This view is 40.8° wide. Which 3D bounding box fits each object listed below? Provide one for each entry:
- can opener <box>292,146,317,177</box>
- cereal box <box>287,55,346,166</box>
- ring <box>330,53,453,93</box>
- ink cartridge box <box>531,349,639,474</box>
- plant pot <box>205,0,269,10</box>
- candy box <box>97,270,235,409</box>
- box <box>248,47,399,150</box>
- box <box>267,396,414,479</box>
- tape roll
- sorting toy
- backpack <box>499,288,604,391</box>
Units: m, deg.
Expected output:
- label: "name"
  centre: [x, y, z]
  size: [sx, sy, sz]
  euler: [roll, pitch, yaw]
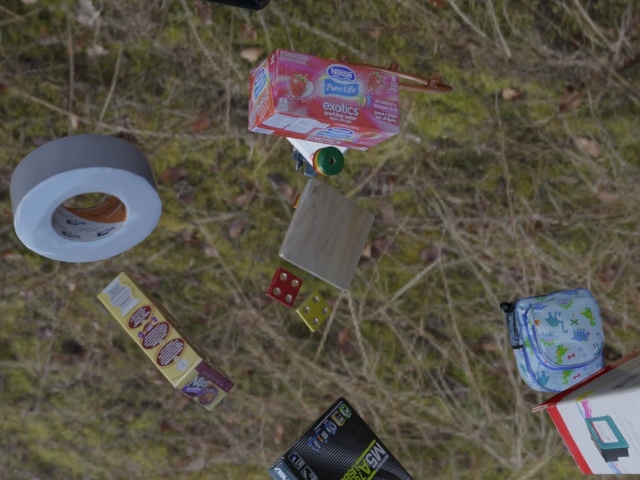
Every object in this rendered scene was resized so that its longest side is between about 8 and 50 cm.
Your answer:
- label: "can opener"
  centre: [-0.016, -0.309, 2.283]
  size: [0.093, 0.074, 0.280]
  euler: [15, 116, 8]
- label: "cereal box"
  centre: [0.015, -0.283, 1.991]
  size: [0.173, 0.047, 0.240]
  euler: [48, 136, 1]
- label: "ring"
  centre: [0.161, -0.412, 2.107]
  size: [0.337, 0.336, 0.032]
  euler: [11, 108, -5]
- label: "ink cartridge box"
  centre: [0.304, 0.149, 0.787]
  size: [0.134, 0.078, 0.231]
  euler: [-25, 171, -15]
- label: "plant pot"
  centre: [-0.111, -0.315, 0.781]
  size: [0.187, 0.167, 0.188]
  euler: [-6, 137, -51]
- label: "candy box"
  centre: [-0.203, 0.131, 1.129]
  size: [0.187, 0.053, 0.109]
  euler: [40, 171, 31]
- label: "box"
  centre: [0.007, -0.255, 1.589]
  size: [0.257, 0.122, 0.128]
  euler: [7, 168, -27]
- label: "box"
  centre: [0.038, 0.342, 1.230]
  size: [0.184, 0.191, 0.045]
  euler: [48, 124, 6]
- label: "tape roll"
  centre: [-0.359, -0.061, 1.322]
  size: [0.219, 0.072, 0.219]
  euler: [-14, 145, -10]
- label: "sorting toy"
  centre: [0.000, 0.000, 1.332]
  size: [0.132, 0.274, 0.046]
  euler: [29, 162, -29]
- label: "backpack"
  centre: [0.276, 0.118, 0.999]
  size: [0.105, 0.114, 0.084]
  euler: [-8, 173, -7]
